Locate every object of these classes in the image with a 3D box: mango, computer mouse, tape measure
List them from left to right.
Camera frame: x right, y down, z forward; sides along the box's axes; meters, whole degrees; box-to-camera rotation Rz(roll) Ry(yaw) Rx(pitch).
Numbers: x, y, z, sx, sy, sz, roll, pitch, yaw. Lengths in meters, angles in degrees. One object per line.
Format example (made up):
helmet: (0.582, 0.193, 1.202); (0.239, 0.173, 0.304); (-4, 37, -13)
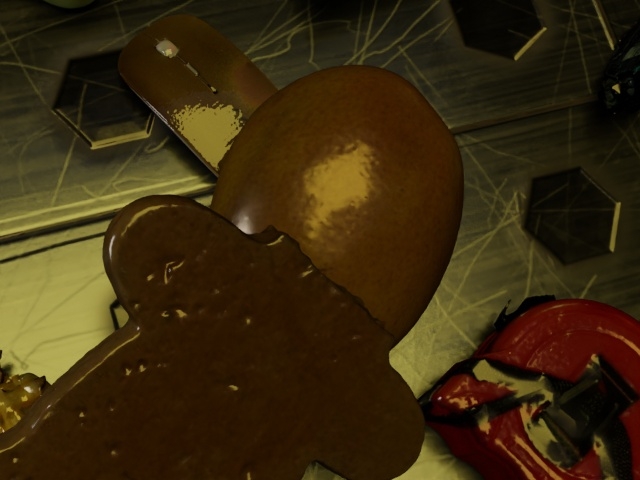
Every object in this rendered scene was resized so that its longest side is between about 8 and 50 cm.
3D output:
computer mouse: (-0.125, -0.161, 1.154); (0.126, 0.056, 0.245); (-41, 82, -18)
mango: (0.000, 0.000, 1.045); (0.264, 0.221, 0.378); (33, 82, -8)
tape measure: (0.259, 0.181, 1.080); (0.260, 0.114, 0.253); (-43, 84, -17)
computer mouse: (0.429, -0.229, 1.222); (0.077, 0.146, 0.242); (47, 69, -14)

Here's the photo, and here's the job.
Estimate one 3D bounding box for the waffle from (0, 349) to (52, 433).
waffle: (-0.363, 0.293, 0.968); (0.382, 0.095, 0.380); (22, 71, 1)

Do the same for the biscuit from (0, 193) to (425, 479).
biscuit: (-0.114, 0.179, 0.895); (0.368, 0.076, 0.394); (39, 87, -25)

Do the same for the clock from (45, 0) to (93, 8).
clock: (-0.299, -0.472, 1.186); (0.286, 0.117, 0.348); (35, 71, 3)
